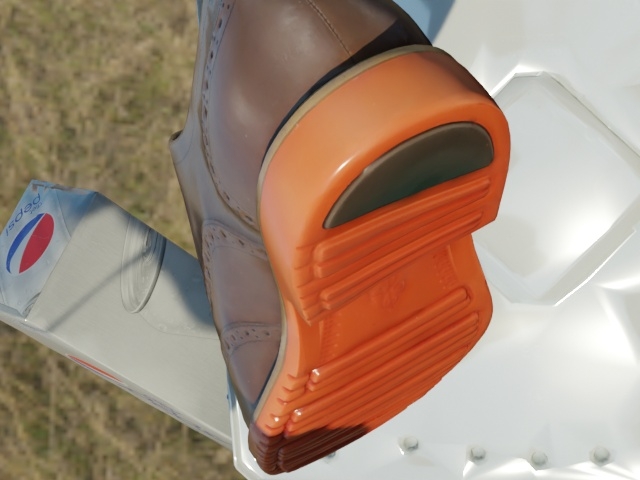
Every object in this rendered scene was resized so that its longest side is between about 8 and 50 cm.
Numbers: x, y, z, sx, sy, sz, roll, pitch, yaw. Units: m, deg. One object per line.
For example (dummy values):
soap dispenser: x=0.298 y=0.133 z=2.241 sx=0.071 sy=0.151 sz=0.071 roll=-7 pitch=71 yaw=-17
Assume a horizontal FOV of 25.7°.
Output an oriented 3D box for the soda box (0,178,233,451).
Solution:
soda box: x=-0.097 y=0.069 z=0.985 sx=0.091 sy=0.286 sz=0.098 roll=11 pitch=69 yaw=50

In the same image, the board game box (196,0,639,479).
board game box: x=0.130 y=-0.036 z=0.843 sx=0.050 sy=0.390 sz=0.390 roll=-62 pitch=-30 yaw=-71

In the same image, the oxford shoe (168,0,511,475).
oxford shoe: x=0.000 y=0.000 z=0.494 sx=0.098 sy=0.097 sz=0.271 roll=55 pitch=159 yaw=24
